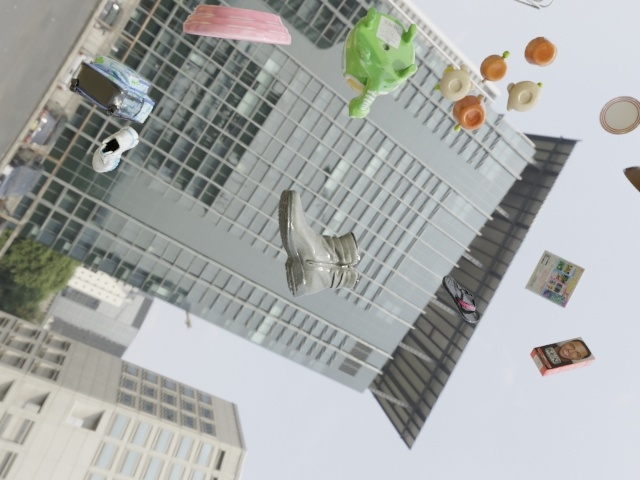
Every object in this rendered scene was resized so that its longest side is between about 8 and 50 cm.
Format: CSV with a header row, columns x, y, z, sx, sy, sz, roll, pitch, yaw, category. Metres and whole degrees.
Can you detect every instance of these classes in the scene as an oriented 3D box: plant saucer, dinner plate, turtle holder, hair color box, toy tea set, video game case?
x,y,z,sx,sy,sz,roll,pitch,yaw,category
1.064,-0.130,1.399,0.050,0.310,0.311,-55,-158,35,plant saucer
1.120,-0.465,1.718,0.141,0.141,0.017,-39,173,36,dinner plate
0.187,-0.581,1.555,0.227,0.243,0.321,-20,-99,65,turtle holder
0.653,0.314,1.248,0.043,0.141,0.072,85,-9,-48,hair color box
-0.254,-0.666,1.427,0.332,0.332,0.084,-121,-146,-63,plant saucer
0.510,-0.452,1.330,0.336,0.200,0.124,-17,-155,18,toy tea set
0.811,0.133,1.597,0.157,0.143,0.019,-59,163,-6,video game case

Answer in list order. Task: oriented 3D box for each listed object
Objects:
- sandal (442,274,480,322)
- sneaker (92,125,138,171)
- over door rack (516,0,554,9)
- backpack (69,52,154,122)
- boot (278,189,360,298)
x,y,z,sx,sy,sz,roll,pitch,yaw,category
0.423,0.173,1.360,0.040,0.179,0.067,-27,-161,41,sandal
-0.600,-0.251,1.298,0.190,0.071,0.083,-34,-170,30,sneaker
0.517,-0.772,1.367,0.324,0.239,0.108,24,-63,26,over door rack
-0.340,-0.253,0.784,0.084,0.105,0.114,-58,171,3,backpack
0.000,0.000,0.992,0.083,0.161,0.247,-137,-142,-66,boot
